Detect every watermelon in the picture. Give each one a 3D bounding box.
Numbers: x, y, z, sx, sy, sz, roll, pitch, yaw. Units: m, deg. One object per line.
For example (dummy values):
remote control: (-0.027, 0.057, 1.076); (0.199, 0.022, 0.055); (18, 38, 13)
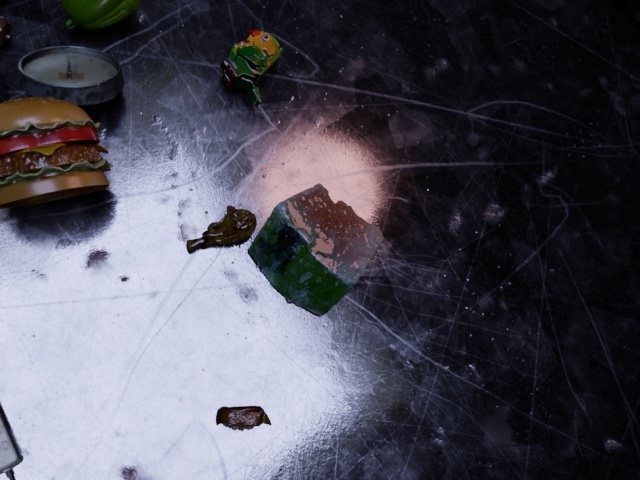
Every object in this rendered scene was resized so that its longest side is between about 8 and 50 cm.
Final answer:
watermelon: (0.000, 0.001, 1.386); (0.264, 0.151, 0.302); (43, 69, -1)

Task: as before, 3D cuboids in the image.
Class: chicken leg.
chicken leg: (-0.239, -0.027, 1.374); (0.178, 0.070, 0.093); (-25, 109, -8)

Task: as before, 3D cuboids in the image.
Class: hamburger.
hamburger: (-0.595, -0.191, 1.198); (0.274, 0.274, 0.212); (-15, 96, -19)

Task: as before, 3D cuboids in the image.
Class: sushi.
sushi: (-0.173, 0.401, 1.282); (0.120, 0.052, 0.055); (2, 76, -16)

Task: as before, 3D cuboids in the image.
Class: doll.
doll: (-0.174, -0.461, 1.483); (0.134, 0.106, 0.186); (32, 69, -12)

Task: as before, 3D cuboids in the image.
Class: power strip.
power strip: (-0.676, 0.378, 1.156); (0.060, 0.027, 0.252); (-25, 84, -21)

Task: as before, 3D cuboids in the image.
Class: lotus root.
lotus root: (-0.561, -0.582, 1.386); (0.186, 0.186, 0.186); (4, 75, -15)

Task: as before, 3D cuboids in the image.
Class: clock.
clock: (-0.573, -0.385, 1.317); (0.226, 0.049, 0.226); (8, 40, -7)

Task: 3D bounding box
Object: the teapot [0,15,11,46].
teapot: (-0.765, -0.497, 1.343); (0.068, 0.076, 0.121); (22, 41, -20)
